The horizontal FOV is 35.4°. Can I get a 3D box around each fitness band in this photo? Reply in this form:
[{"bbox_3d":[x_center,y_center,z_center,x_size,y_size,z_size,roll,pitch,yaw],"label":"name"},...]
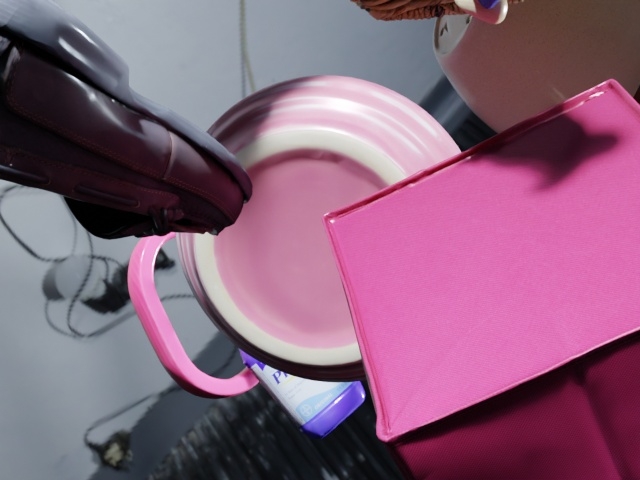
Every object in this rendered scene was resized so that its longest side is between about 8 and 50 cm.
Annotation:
[{"bbox_3d":[-0.180,0.104,1.560,0.209,0.054,0.291,-29,95,-41],"label":"fitness band"}]

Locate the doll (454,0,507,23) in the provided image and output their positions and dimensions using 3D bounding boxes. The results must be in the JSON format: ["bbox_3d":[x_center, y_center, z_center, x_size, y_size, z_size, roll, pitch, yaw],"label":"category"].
[{"bbox_3d":[0.144,-0.224,0.622,0.046,0.129,0.189,18,149,-13],"label":"doll"}]

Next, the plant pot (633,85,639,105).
[{"bbox_3d":[0.514,-0.309,1.635,0.267,0.236,0.267,-7,141,16],"label":"plant pot"}]

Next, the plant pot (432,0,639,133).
[{"bbox_3d":[0.251,-0.256,1.233,0.190,0.284,0.284,14,113,-16],"label":"plant pot"}]

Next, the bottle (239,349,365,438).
[{"bbox_3d":[-0.059,0.162,1.515,0.118,0.092,0.283,-39,89,-14],"label":"bottle"}]

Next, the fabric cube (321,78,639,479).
[{"bbox_3d":[0.178,0.089,0.738,0.259,0.254,0.258,-25,126,8],"label":"fabric cube"}]

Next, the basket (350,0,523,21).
[{"bbox_3d":[0.097,-0.380,1.058,0.213,0.299,0.223,-23,154,40],"label":"basket"}]

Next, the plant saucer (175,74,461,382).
[{"bbox_3d":[0.000,0.000,1.032,0.332,0.084,0.332,3,106,12],"label":"plant saucer"}]

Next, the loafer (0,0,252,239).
[{"bbox_3d":[-0.133,-0.047,0.569,0.095,0.109,0.302,-66,158,-8],"label":"loafer"}]
